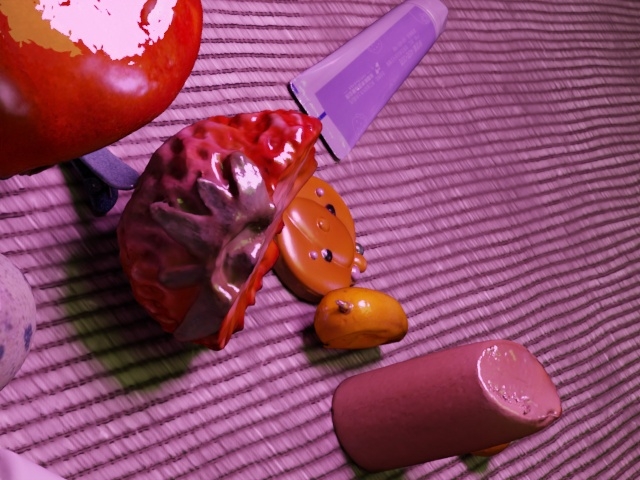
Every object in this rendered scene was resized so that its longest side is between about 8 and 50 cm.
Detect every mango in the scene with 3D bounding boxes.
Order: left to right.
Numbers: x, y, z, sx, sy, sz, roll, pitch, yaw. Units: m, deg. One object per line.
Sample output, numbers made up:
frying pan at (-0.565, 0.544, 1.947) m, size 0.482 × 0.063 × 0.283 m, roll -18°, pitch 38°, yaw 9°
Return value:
mango at (0.053, 0.097, 1.583) m, size 0.187 × 0.101 × 0.066 m, roll 29°, pitch 47°, yaw -59°

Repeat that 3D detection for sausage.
sausage at (0.141, 0.188, 1.512) m, size 0.123 × 0.253 × 0.123 m, roll 24°, pitch 56°, yaw -41°

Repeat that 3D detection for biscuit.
biscuit at (0.003, -0.002, 1.621) m, size 0.170 × 0.050 × 0.170 m, roll 30°, pitch 48°, yaw -40°

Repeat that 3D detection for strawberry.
strawberry at (-0.108, -0.032, 1.386) m, size 0.149 × 0.265 × 0.336 m, roll 22°, pitch 13°, yaw 4°

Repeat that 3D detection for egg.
egg at (-0.309, 0.069, 1.093) m, size 0.141 × 0.141 × 0.181 m, roll 58°, pitch 26°, yaw -10°

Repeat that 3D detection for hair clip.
hair clip at (-0.269, -0.136, 1.351) m, size 0.039 × 0.070 × 0.229 m, roll -36°, pitch 91°, yaw -41°

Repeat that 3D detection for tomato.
tomato at (-0.277, -0.207, 1.173) m, size 0.325 × 0.293 × 0.289 m, roll -38°, pitch 113°, yaw -38°

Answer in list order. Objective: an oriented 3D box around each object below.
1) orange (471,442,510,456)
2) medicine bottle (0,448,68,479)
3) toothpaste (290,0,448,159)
orange at (0.213, 0.244, 1.728) m, size 0.085 × 0.085 × 0.085 m, roll 31°, pitch 47°, yaw -39°
medicine bottle at (-0.262, 0.238, 1.046) m, size 0.237 × 0.139 × 0.139 m, roll 35°, pitch 44°, yaw -36°
toothpaste at (0.079, -0.252, 1.862) m, size 0.125 × 0.080 × 0.371 m, roll 56°, pitch 40°, yaw -13°
